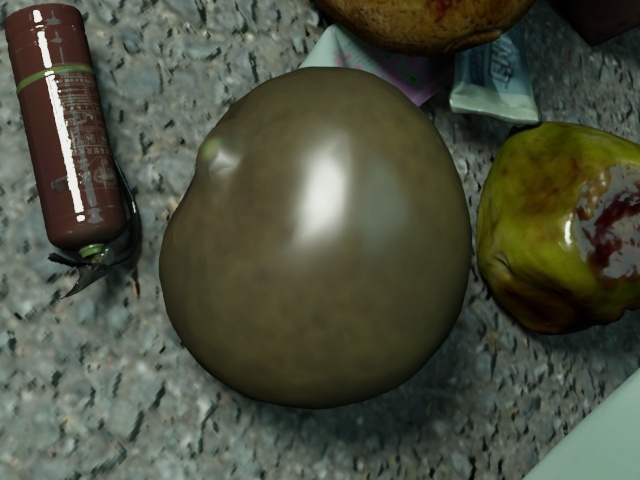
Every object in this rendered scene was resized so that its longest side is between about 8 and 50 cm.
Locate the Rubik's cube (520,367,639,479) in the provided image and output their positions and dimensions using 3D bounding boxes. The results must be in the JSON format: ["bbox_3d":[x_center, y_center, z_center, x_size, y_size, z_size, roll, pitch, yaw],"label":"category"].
[{"bbox_3d":[0.254,0.294,0.483,0.347,0.351,0.352,-43,116,-15],"label":"Rubik's cube"}]

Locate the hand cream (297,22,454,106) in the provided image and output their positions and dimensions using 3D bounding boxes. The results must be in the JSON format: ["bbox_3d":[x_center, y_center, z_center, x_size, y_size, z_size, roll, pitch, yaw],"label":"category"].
[{"bbox_3d":[0.054,-0.137,0.731,0.275,0.050,0.079,-41,127,-44],"label":"hand cream"}]

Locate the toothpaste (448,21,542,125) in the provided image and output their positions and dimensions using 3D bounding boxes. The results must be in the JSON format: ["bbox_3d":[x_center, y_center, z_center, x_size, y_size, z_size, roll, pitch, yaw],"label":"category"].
[{"bbox_3d":[0.121,-0.209,0.782,0.069,0.047,0.268,26,54,-48],"label":"toothpaste"}]

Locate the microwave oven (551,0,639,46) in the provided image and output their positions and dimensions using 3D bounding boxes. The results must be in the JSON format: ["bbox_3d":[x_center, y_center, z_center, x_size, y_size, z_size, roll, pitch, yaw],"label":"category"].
[{"bbox_3d":[0.279,-0.313,0.829,0.188,0.247,0.178,43,57,-18],"label":"microwave oven"}]

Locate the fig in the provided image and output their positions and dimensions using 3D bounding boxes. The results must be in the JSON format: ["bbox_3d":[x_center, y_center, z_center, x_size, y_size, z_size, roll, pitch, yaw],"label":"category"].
[{"bbox_3d":[0.182,-0.014,0.740,0.144,0.154,0.166,3,42,-22],"label":"fig"}]

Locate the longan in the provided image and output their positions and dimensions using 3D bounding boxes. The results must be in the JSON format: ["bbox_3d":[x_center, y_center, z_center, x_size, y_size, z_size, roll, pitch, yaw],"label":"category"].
[{"bbox_3d":[0.000,0.000,0.562,0.189,0.189,0.189,13,68,-35],"label":"longan"}]

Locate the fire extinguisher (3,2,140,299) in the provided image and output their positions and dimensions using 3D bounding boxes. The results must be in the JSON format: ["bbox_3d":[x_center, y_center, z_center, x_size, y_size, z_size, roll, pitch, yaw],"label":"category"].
[{"bbox_3d":[-0.130,-0.046,0.555,0.078,0.045,0.157,0,74,-61],"label":"fire extinguisher"}]

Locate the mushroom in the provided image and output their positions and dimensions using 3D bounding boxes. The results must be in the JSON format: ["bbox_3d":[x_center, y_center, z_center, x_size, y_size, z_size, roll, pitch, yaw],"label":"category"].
[{"bbox_3d":[0.080,-0.234,0.680,0.194,0.138,0.231,22,61,-1],"label":"mushroom"}]
